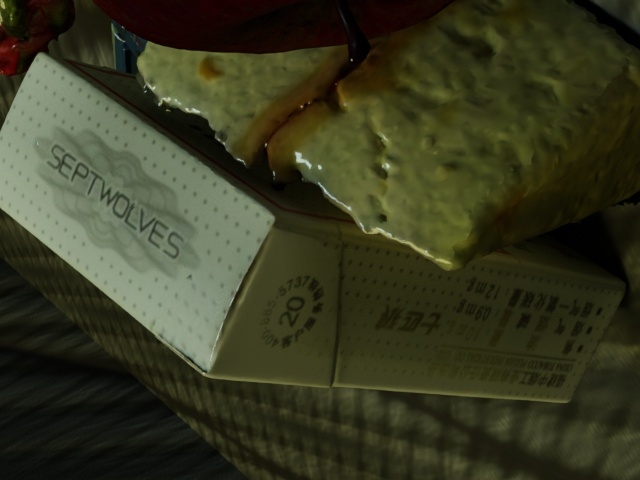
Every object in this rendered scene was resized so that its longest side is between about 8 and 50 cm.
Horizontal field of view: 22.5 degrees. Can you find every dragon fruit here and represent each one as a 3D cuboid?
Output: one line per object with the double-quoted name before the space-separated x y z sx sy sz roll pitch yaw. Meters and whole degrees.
"dragon fruit" -0.282 -0.227 1.310 0.160 0.167 0.172 -88 6 -57

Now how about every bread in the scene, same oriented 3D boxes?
"bread" 0.032 -0.065 0.838 0.240 0.178 0.135 37 159 30

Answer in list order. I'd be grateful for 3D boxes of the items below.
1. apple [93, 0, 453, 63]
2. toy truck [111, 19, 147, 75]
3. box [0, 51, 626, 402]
"apple" -0.016 -0.179 0.644 0.234 0.234 0.234 43 164 16
"toy truck" -0.122 -0.147 1.250 0.088 0.074 0.201 54 166 10
"box" 0.000 -0.001 0.926 0.210 0.095 0.330 34 -166 38
